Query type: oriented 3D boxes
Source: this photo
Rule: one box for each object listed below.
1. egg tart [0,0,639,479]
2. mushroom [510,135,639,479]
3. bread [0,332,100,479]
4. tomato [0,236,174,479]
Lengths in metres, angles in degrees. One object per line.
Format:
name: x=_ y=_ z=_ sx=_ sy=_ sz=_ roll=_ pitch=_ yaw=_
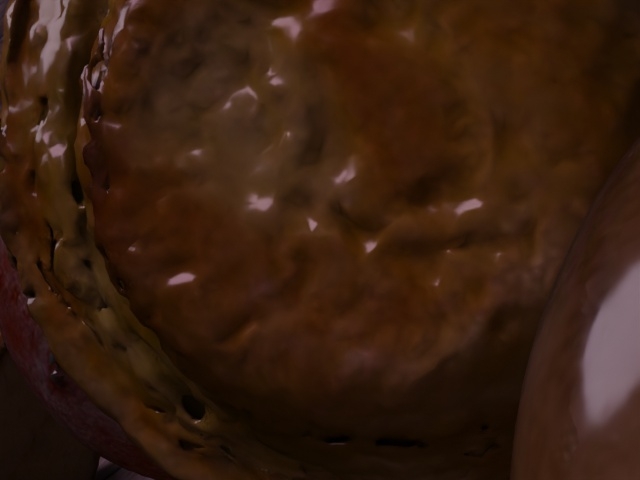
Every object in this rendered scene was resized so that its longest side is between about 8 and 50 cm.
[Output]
egg tart: x=0.037 y=-0.049 z=0.624 sx=0.443 sy=0.443 sz=0.178 roll=-37 pitch=-2 yaw=12
mushroom: x=0.205 y=0.077 z=0.360 sx=0.290 sy=0.292 sz=0.292 roll=-3 pitch=39 yaw=34
bread: x=-0.361 y=0.203 z=1.081 sx=0.279 sy=0.207 sz=0.279 roll=-1 pitch=39 yaw=18
tomato: x=-0.058 y=0.006 z=0.887 sx=0.317 sy=0.316 sz=0.282 roll=-42 pitch=-18 yaw=-2
